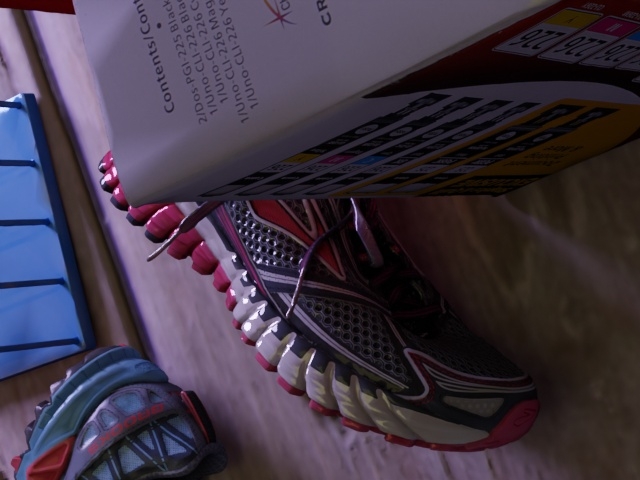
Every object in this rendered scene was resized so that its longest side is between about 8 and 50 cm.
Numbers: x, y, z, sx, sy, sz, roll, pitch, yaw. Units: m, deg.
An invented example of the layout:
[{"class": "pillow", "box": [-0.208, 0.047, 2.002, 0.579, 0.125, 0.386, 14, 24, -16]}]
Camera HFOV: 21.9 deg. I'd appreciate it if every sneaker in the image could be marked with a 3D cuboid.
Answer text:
[{"class": "sneaker", "box": [-0.139, 0.200, 0.982, 0.125, 0.104, 0.262, 31, 108, 27]}, {"class": "sneaker", "box": [0.000, 0.000, 0.875, 0.299, 0.121, 0.112, 42, 111, 25]}]

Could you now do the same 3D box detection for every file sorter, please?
[{"class": "file sorter", "box": [-0.236, 0.005, 1.039, 0.118, 0.104, 0.170, -20, 81, 33]}]

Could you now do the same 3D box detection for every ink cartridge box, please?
[{"class": "ink cartridge box", "box": [0.043, -0.097, 0.730, 0.272, 0.309, 0.130, -23, 79, 32]}]
